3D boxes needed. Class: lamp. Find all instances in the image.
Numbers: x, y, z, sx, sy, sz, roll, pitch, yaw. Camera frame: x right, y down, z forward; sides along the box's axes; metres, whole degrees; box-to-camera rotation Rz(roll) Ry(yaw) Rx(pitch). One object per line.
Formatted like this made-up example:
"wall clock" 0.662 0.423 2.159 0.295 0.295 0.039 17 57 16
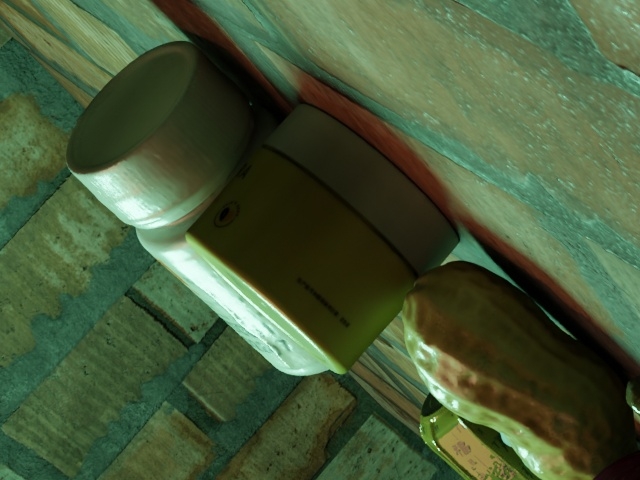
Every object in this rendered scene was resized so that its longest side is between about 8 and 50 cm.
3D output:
"lamp" 0.225 0.237 2.182 0.185 0.161 0.161 39 174 -7

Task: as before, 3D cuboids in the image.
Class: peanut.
"peanut" 0.202 0.140 1.718 0.305 0.147 0.147 37 175 -15

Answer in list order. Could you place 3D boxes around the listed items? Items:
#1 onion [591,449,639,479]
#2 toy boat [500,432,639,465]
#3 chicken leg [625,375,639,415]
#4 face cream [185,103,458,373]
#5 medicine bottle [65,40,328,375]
"onion" 0.352 0.360 1.625 0.358 0.345 0.358 53 -157 -35
"toy boat" 0.293 0.240 2.006 0.290 0.100 0.199 45 169 -33
"chicken leg" 0.328 0.167 1.520 0.085 0.069 0.198 17 -166 -31
"face cream" 0.000 0.000 1.761 0.218 0.179 0.218 41 174 5
"medicine bottle" -0.090 -0.032 1.955 0.371 0.211 0.211 44 173 -29
